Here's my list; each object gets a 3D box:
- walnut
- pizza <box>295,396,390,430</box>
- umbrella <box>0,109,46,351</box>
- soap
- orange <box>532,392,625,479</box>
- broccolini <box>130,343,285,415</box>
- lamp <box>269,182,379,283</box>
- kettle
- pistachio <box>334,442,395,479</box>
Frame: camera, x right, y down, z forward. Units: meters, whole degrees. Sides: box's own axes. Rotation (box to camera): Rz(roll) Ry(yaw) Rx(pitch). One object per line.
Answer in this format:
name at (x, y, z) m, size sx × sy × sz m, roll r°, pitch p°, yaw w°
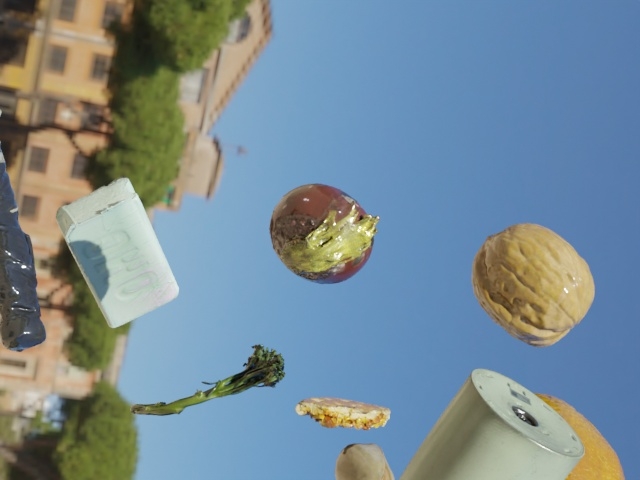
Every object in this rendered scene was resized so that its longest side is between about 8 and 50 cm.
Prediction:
walnut at (0.355, 0.069, 2.048) m, size 0.213 × 0.213 × 0.213 m, roll -170°, pitch -90°, yaw -73°
pizza at (0.047, 0.393, 2.749) m, size 0.127 × 0.246 × 0.058 m, roll 12°, pitch -87°, yaw 49°
umbrella at (-0.434, -0.021, 1.556) m, size 0.113 × 0.106 × 0.357 m, roll 30°, pitch 37°, yaw -67°
soap at (-0.362, 0.023, 2.175) m, size 0.094 × 0.150 × 0.261 m, roll 47°, pitch -19°, yaw 45°
orange at (0.306, 0.399, 1.820) m, size 0.322 × 0.322 × 0.357 m, roll 118°, pitch -12°, yaw -45°
broccolini at (-0.178, 0.226, 1.948) m, size 0.123 × 0.272 × 0.062 m, roll -39°, pitch 111°, yaw -76°
lamp at (-0.004, -0.003, 1.754) m, size 0.135 × 0.156 × 0.157 m, roll -54°, pitch 166°, yaw -42°
kettle at (0.184, 0.295, 1.510) m, size 0.255 × 0.165 × 0.240 m, roll -59°, pitch -165°, yaw 16°
pistachio at (0.096, 0.490, 2.551) m, size 0.185 × 0.125 × 0.124 m, roll 23°, pitch -77°, yaw 62°
